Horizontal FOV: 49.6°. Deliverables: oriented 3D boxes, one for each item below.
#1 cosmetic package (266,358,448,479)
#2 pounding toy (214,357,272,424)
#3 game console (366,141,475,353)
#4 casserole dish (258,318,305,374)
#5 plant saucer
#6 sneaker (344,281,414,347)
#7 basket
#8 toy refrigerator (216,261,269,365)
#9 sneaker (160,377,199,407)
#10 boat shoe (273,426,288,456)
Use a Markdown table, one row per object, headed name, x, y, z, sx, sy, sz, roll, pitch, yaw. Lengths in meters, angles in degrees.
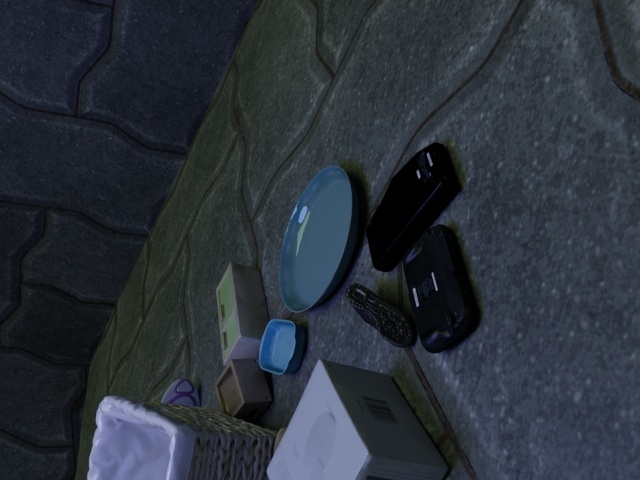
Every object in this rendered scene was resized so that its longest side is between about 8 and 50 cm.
| name | x | y | z | sx | sy | sz | roll | pitch | yaw |
| --- | --- | --- | --- | --- | --- | --- | --- | --- | --- |
| cosmetic package | 0.042 | 0.339 | 1.022 | 0.224 | 0.138 | 0.224 | -64 | 26 | 16 |
| pounding toy | -0.171 | 0.340 | 1.558 | 0.141 | 0.100 | 0.130 | -56 | 43 | 38 |
| game console | 0.159 | 0.020 | 1.100 | 0.213 | 0.044 | 0.361 | -55 | 29 | 38 |
| casserole dish | -0.081 | 0.229 | 1.483 | 0.188 | 0.037 | 0.114 | -8 | 67 | 65 |
| plant saucer | 0.000 | 0.000 | 1.452 | 0.317 | 0.044 | 0.317 | -45 | 36 | 48 |
| sneaker | 0.097 | 0.121 | 1.148 | 0.051 | 0.089 | 0.170 | -48 | 61 | -3 |
| basket | -0.275 | 0.492 | 1.352 | 0.328 | 0.266 | 0.331 | 1 | 81 | 50 |
| toy refrigerator | -0.193 | 0.180 | 1.687 | 0.102 | 0.094 | 0.269 | -59 | 28 | 29 |
| sneaker | -0.422 | 0.535 | 1.920 | 0.152 | 0.114 | 0.305 | -23 | 54 | 58 |
| boat shoe | -0.055 | 0.423 | 1.284 | 0.048 | 0.056 | 0.153 | -28 | 51 | 46 |
